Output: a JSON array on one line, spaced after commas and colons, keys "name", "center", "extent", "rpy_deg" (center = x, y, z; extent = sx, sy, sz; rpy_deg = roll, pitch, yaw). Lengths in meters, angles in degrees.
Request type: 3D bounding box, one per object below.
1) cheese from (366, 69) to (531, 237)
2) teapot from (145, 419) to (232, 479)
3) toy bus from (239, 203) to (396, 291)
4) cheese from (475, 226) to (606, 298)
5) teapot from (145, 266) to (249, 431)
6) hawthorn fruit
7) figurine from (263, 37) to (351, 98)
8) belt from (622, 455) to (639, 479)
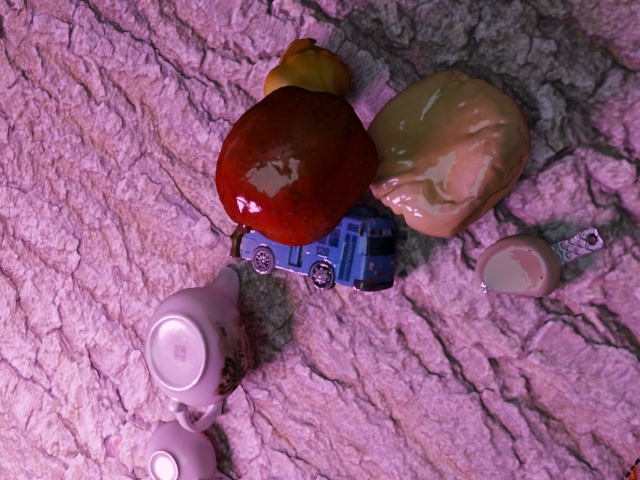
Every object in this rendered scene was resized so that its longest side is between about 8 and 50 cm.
[{"name": "cheese", "center": [0.170, -0.125, 0.877], "extent": [0.214, 0.117, 0.226], "rpy_deg": [46, 108, 23]}, {"name": "teapot", "center": [-0.256, 0.415, 1.164], "extent": [0.226, 0.092, 0.145], "rpy_deg": [29, 107, 21]}, {"name": "toy bus", "center": [0.000, 0.000, 0.973], "extent": [0.234, 0.116, 0.133], "rpy_deg": [13, 96, 30]}, {"name": "cheese", "center": [0.297, 0.035, 0.847], "extent": [0.171, 0.048, 0.092], "rpy_deg": [-7, 91, 29]}, {"name": "teapot", "center": [-0.212, 0.195, 1.097], "extent": [0.205, 0.139, 0.297], "rpy_deg": [16, 99, 26]}, {"name": "hawthorn fruit", "center": [-0.047, -0.082, 0.838], "extent": [0.205, 0.205, 0.253], "rpy_deg": [29, 71, 25]}, {"name": "figurine", "center": [-0.045, -0.194, 0.985], "extent": [0.246, 0.131, 0.156], "rpy_deg": [-63, 31, 19]}, {"name": "belt", "center": [0.472, 0.326, 0.714], "extent": [0.207, 0.150, 0.257], "rpy_deg": [30, 108, 14]}]
